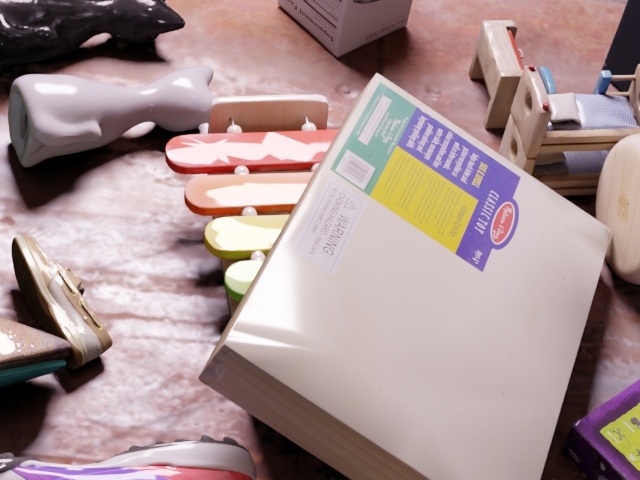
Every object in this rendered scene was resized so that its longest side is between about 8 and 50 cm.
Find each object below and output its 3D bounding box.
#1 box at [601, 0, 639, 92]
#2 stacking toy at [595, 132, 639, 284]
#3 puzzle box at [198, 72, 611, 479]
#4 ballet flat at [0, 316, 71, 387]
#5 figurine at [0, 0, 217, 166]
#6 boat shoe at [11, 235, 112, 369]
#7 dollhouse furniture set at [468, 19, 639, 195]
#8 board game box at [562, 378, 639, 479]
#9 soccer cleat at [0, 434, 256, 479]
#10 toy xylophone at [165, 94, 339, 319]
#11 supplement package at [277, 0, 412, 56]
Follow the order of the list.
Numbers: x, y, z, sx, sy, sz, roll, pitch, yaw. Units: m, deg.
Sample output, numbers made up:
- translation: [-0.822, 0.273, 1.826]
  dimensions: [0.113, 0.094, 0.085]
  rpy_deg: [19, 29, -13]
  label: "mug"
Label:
- translation: [0.442, -0.250, 1.634]
  dimensions: [0.261, 0.184, 0.103]
  rpy_deg: [-22, 59, -26]
  label: "box"
- translation: [0.437, -0.031, 1.486]
  dimensions: [0.330, 0.141, 0.141]
  rpy_deg: [-1, 50, -16]
  label: "stacking toy"
- translation: [0.091, 0.047, 1.313]
  dimensions: [0.272, 0.052, 0.409]
  rpy_deg: [33, 40, -4]
  label: "puzzle box"
- translation: [-0.357, 0.091, 1.236]
  dimensions: [0.316, 0.107, 0.106]
  rpy_deg: [-15, 84, -22]
  label: "ballet flat"
- translation: [-0.211, -0.172, 1.521]
  dimensions: [0.209, 0.092, 0.215]
  rpy_deg: [-12, 53, -24]
  label: "figurine"
- translation: [-0.224, 0.050, 1.350]
  dimensions: [0.045, 0.050, 0.135]
  rpy_deg: [-20, 66, -29]
  label: "boat shoe"
- translation: [0.241, -0.151, 1.548]
  dimensions: [0.129, 0.129, 0.184]
  rpy_deg: [-3, 50, -12]
  label: "dollhouse furniture set"
- translation: [0.394, 0.235, 1.299]
  dimensions: [0.208, 0.056, 0.347]
  rpy_deg: [-30, 60, -26]
  label: "board game box"
- translation: [-0.194, 0.226, 1.166]
  dimensions: [0.318, 0.109, 0.116]
  rpy_deg: [-5, 54, -17]
  label: "soccer cleat"
- translation: [0.000, 0.000, 1.407]
  dimensions: [0.236, 0.081, 0.323]
  rpy_deg: [-9, 52, -18]
  label: "toy xylophone"
- translation: [0.036, -0.300, 1.607]
  dimensions: [0.105, 0.179, 0.105]
  rpy_deg: [-29, 60, -30]
  label: "supplement package"
